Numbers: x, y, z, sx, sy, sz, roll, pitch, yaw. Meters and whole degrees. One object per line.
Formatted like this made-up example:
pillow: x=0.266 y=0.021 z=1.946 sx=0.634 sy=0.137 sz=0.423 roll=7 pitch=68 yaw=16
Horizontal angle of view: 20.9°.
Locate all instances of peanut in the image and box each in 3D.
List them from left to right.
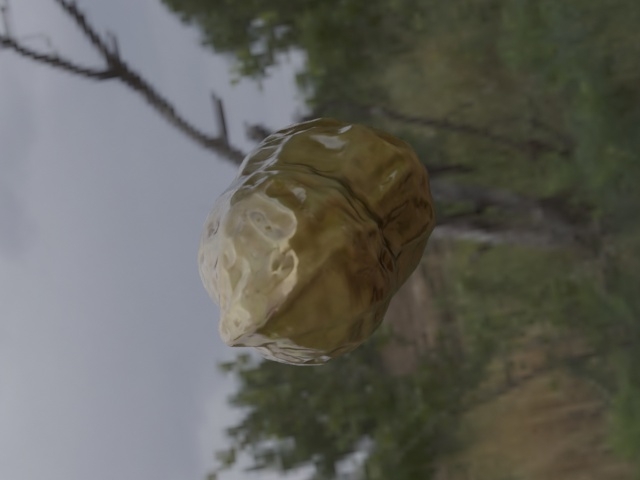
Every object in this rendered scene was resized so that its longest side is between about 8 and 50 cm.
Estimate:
peanut: x=0.000 y=0.000 z=0.711 sx=0.194 sy=0.093 sz=0.083 roll=-74 pitch=-27 yaw=-74
